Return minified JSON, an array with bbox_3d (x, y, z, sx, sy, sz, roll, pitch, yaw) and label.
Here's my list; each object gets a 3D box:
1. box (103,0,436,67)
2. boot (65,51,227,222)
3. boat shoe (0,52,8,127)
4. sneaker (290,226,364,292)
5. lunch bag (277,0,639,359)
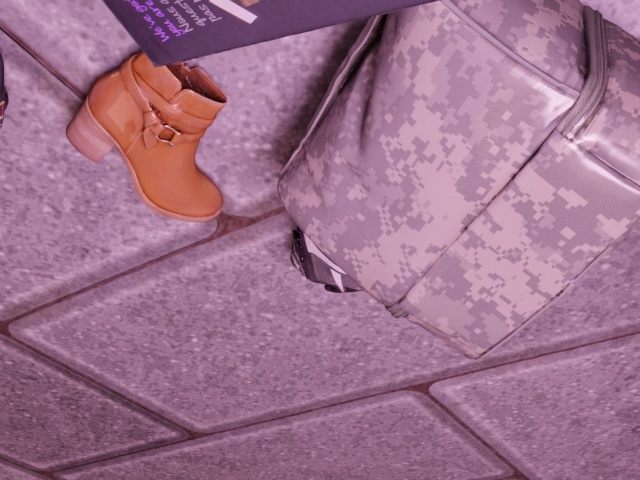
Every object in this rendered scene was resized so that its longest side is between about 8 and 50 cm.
[{"bbox_3d":[0.014,-0.202,0.300,0.270,0.165,0.143,-2,145,30],"label":"box"},{"bbox_3d":[-0.143,-0.103,0.708,0.152,0.073,0.197,-32,133,31],"label":"boot"},{"bbox_3d":[-0.339,-0.148,0.689,0.049,0.042,0.133,38,135,-3],"label":"boat shoe"},{"bbox_3d":[0.000,0.000,0.821,0.106,0.078,0.234,-17,140,20],"label":"sneaker"},{"bbox_3d":[0.121,-0.085,0.600,0.256,0.212,0.305,30,135,-6],"label":"lunch bag"}]
